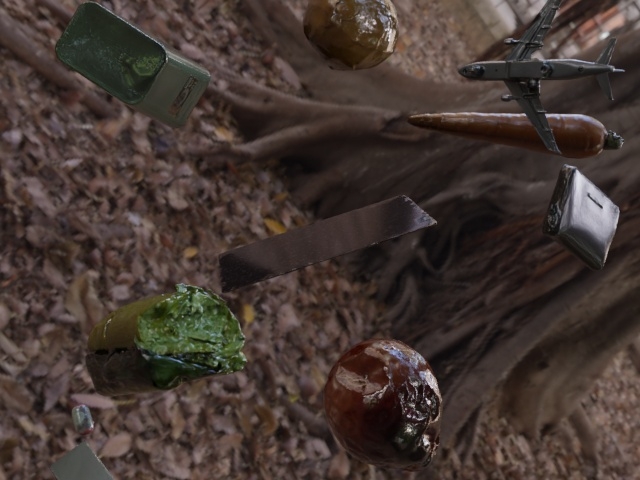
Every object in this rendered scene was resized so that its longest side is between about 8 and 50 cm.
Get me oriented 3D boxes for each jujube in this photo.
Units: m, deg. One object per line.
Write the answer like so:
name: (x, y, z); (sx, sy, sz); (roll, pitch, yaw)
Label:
jujube: (0.101, 0.240, 1.173); (0.168, 0.168, 0.236); (-98, 161, -46)

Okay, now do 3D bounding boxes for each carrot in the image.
carrot: (0.302, -0.175, 1.314); (0.069, 0.335, 0.069); (9, 90, -80)

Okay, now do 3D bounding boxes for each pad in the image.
pad: (0.000, 0.000, 1.303); (0.220, 0.330, 0.004); (-117, -170, -74)

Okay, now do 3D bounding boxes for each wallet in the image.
wallet: (0.501, -0.043, 1.605); (0.250, 0.044, 0.149); (29, 77, -45)

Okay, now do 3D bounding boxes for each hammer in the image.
hammer: (-0.404, 0.313, 1.450); (0.083, 0.031, 0.053); (96, -24, -70)

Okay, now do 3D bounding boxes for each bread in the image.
bread: (-0.347, 0.224, 1.809); (0.251, 0.376, 0.208); (-3, 77, -37)

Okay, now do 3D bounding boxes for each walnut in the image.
walnut: (0.047, -0.309, 1.222); (0.137, 0.137, 0.245); (58, 15, 4)

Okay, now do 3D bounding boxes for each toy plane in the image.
toy plane: (0.293, -0.232, 1.145); (0.058, 0.226, 0.226); (-17, 110, -65)

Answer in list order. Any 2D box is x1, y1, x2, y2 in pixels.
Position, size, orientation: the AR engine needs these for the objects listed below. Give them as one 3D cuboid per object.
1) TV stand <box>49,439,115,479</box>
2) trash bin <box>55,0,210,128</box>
TV stand: (-0.369, 0.469, 1.463); (0.269, 0.082, 0.088); (30, -32, 44)
trash bin: (-0.386, -0.357, 1.750); (0.223, 0.158, 0.343); (33, 6, 1)
